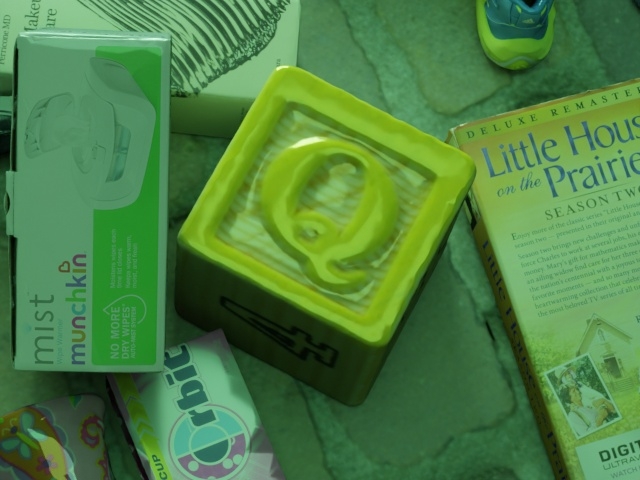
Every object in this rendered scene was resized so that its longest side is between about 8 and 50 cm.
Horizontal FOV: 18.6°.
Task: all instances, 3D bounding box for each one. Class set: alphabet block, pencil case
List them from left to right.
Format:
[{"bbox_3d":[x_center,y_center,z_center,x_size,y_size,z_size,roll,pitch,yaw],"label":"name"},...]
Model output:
[{"bbox_3d":[-0.198,0.269,1.585,0.124,0.124,0.284,-15,73,-11],"label":"pencil case"},{"bbox_3d":[0.000,0.000,1.655,0.193,0.197,0.192,26,70,4],"label":"alphabet block"}]

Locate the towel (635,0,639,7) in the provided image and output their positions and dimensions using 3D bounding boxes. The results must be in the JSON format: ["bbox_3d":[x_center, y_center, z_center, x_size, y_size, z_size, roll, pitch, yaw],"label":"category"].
[{"bbox_3d":[0.456,-0.186,1.854,0.209,0.034,0.285,-33,77,-15],"label":"towel"}]

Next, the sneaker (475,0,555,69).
[{"bbox_3d":[0.184,-0.286,1.813,0.091,0.126,0.240,-6,72,-8],"label":"sneaker"}]

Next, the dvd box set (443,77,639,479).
[{"bbox_3d":[0.316,0.061,1.724,0.308,0.062,0.420,-16,76,-11],"label":"dvd box set"}]

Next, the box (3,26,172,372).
[{"bbox_3d":[-0.186,-0.041,1.587,0.127,0.231,0.262,1,96,-5],"label":"box"}]

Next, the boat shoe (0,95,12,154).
[{"bbox_3d":[-0.310,-0.081,1.728,0.183,0.065,0.083,4,71,3],"label":"boat shoe"}]

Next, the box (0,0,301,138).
[{"bbox_3d":[-0.159,-0.166,1.753,0.275,0.094,0.113,5,71,-5],"label":"box"}]

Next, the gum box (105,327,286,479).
[{"bbox_3d":[-0.098,0.184,1.650,0.107,0.062,0.188,-21,73,-12],"label":"gum box"}]
